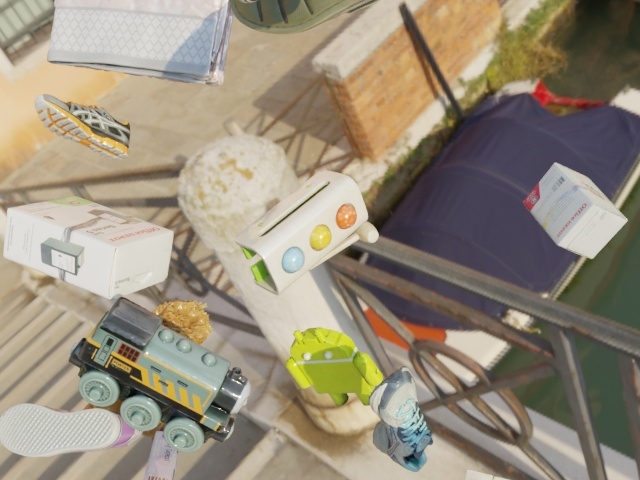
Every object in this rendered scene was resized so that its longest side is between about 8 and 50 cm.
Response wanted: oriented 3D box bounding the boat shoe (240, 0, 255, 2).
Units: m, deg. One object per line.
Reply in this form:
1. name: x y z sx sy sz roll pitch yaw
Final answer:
1. boat shoe: 0.002 -0.309 0.734 0.219 0.078 0.070 -45 76 4

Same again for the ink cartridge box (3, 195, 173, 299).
1. ink cartridge box: -0.470 0.008 1.535 0.273 0.114 0.198 18 17 19

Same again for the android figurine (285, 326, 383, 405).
1. android figurine: 0.028 0.312 1.857 0.248 0.272 0.056 -7 39 33

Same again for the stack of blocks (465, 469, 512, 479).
1. stack of blocks: 0.385 0.450 1.190 0.297 0.171 0.087 7 71 25

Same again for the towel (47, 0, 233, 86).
1. towel: -0.291 -0.428 1.224 0.332 0.053 0.316 10 95 17

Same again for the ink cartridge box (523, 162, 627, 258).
1. ink cartridge box: 0.588 -0.068 1.738 0.128 0.127 0.176 -55 33 26

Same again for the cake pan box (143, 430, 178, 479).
1. cake pan box: -0.367 0.585 1.654 0.070 0.245 0.267 13 12 -8

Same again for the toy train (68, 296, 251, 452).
1. toy train: -0.290 0.247 1.364 0.190 0.334 0.142 -57 6 28

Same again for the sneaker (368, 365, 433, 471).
1. sneaker: 0.179 0.366 1.518 0.110 0.283 0.122 -33 50 -22

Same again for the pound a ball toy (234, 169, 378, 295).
1. pound a ball toy: 0.000 0.000 1.617 0.319 0.208 0.136 -39 36 -25

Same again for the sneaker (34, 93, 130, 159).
1. sneaker: -0.480 -0.243 1.526 0.084 0.215 0.083 -7 63 40

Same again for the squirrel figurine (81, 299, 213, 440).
1. squirrel figurine: -0.446 0.301 1.922 0.281 0.370 0.397 15 46 3

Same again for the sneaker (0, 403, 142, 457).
1. sneaker: -0.502 0.391 1.527 0.282 0.161 0.102 0 76 16

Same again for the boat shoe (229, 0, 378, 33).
1. boat shoe: 0.024 -0.330 0.936 0.302 0.113 0.103 -4 14 35
